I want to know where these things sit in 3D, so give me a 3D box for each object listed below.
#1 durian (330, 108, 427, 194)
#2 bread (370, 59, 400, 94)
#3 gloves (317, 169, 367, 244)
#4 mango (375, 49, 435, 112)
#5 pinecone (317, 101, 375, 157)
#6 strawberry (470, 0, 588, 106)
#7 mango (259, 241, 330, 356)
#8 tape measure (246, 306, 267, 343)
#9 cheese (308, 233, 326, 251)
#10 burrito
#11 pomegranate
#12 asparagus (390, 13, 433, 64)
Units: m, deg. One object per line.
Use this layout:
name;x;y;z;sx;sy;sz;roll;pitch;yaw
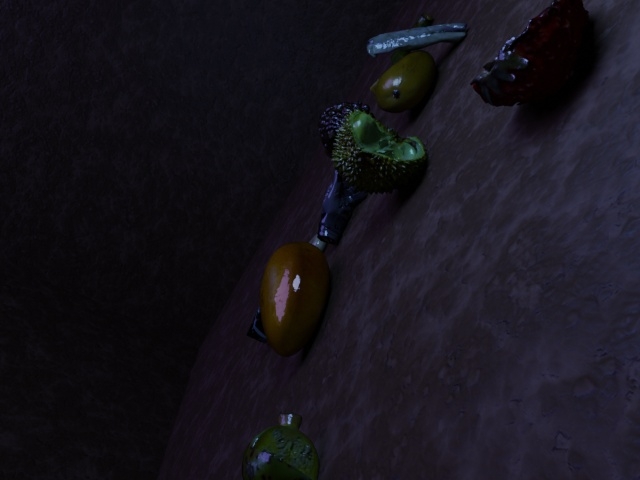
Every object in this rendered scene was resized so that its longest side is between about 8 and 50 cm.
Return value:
durian;0.139;-0.210;1.179;0.176;0.237;0.200;129;149;-59
bread;0.282;-0.626;1.857;0.102;0.094;0.245;-54;12;-11
gloves;0.063;-0.125;1.528;0.119;0.142;0.285;36;97;50
mango;0.277;-0.513;1.491;0.195;0.142;0.331;-28;23;43
pinecone;0.105;-0.442;1.874;0.224;0.224;0.272;-53;-5;33
strawberry;0.371;-0.301;0.773;0.236;0.111;0.190;-40;-5;-18
mango;-0.078;0.159;1.328;0.199;0.201;0.350;89;-174;-49
tape measure;-0.176;0.265;1.657;0.182;0.107;0.181;-65;10;-19
cheese;0.001;0.001;1.664;0.235;0.050;0.127;-57;12;24
burrito;0.295;-0.625;1.462;0.096;0.309;0.066;-66;-33;-58
pomegranate;-0.073;0.401;0.845;0.122;0.143;0.169;-58;21;14
asparagus;0.383;-0.860;2.039;0.277;0.060;0.067;-47;29;50
